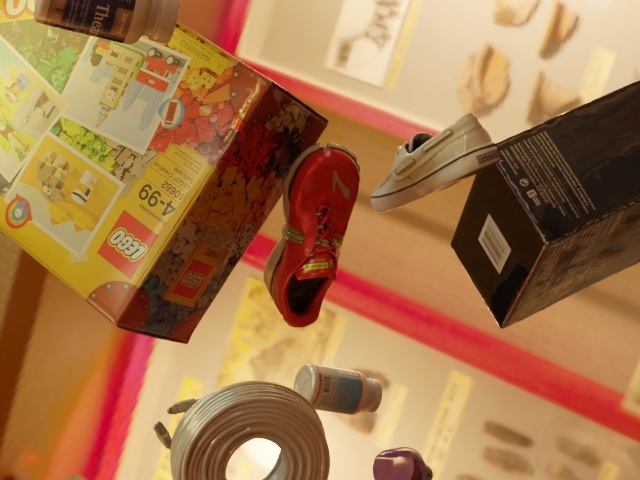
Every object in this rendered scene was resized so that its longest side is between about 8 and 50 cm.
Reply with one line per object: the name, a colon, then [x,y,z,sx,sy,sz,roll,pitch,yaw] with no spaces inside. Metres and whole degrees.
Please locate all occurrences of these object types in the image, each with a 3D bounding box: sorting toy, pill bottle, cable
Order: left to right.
pill bottle: [-0.189,-0.213,1.068,0.067,0.120,0.067,-169,90,-72]
cable: [-0.109,0.347,1.913,0.257,0.089,0.257,-23,-70,-10]
pill bottle: [0.035,0.291,2.321,0.160,0.087,0.087,13,-78,-27]
sorting toy: [0.100,0.469,1.648,0.126,0.127,0.365,25,-105,-52]

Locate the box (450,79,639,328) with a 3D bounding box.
box: [0.400,-0.054,1.868,0.313,0.179,0.343,-23,-21,-14]

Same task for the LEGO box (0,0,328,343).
LEGO box: [-0.301,-0.151,1.686,0.372,0.500,0.193,-57,-27,3]

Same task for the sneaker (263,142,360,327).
sneaker: [0.000,0.000,1.625,0.118,0.107,0.279,-111,28,-52]

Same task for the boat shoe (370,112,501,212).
boat shoe: [0.148,-0.109,1.710,0.096,0.088,0.267,-22,-2,-28]
